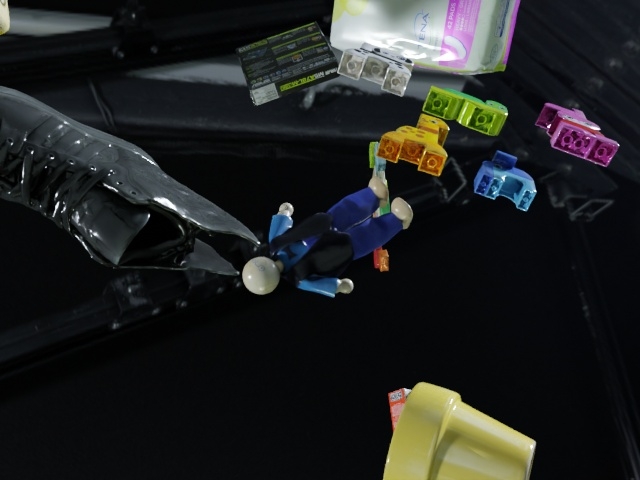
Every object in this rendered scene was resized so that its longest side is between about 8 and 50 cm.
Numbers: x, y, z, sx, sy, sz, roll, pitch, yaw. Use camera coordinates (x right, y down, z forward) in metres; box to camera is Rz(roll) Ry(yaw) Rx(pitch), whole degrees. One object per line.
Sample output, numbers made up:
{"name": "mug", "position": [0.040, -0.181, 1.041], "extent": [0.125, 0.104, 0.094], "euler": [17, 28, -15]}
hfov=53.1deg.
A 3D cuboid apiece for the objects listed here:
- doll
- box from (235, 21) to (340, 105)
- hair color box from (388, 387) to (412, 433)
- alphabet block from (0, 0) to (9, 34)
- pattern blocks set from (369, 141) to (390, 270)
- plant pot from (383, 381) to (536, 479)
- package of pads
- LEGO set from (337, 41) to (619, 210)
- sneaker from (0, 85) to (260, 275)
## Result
{"name": "doll", "position": [0.000, 0.000, 0.668], "extent": [0.189, 0.046, 0.129], "euler": [-31, -119, -23]}
{"name": "box", "position": [-0.071, -0.374, 1.344], "extent": [0.190, 0.045, 0.184], "euler": [-20, -137, -2]}
{"name": "hair color box", "position": [0.178, 0.365, 1.243], "extent": [0.072, 0.043, 0.141], "euler": [22, -128, -39]}
{"name": "alphabet block", "position": [-0.487, -0.344, 0.708], "extent": [0.193, 0.197, 0.193], "euler": [-10, -102, -4]}
{"name": "pattern blocks set", "position": [0.131, -0.075, 1.404], "extent": [0.026, 0.325, 0.286], "euler": [-4, -95, 1]}
{"name": "plant pot", "position": [0.271, 0.427, 1.222], "extent": [0.238, 0.254, 0.254], "euler": [14, -121, 23]}
{"name": "package of pads", "position": [0.160, -0.385, 0.990], "extent": [0.296, 0.229, 0.101], "euler": [22, -155, 33]}
{"name": "LEGO set", "position": [0.122, -0.099, 0.561], "extent": [0.227, 0.087, 0.093], "euler": [20, -150, 1]}
{"name": "sneaker", "position": [-0.118, -0.025, 0.332], "extent": [0.170, 0.051, 0.089], "euler": [14, -154, -49]}
